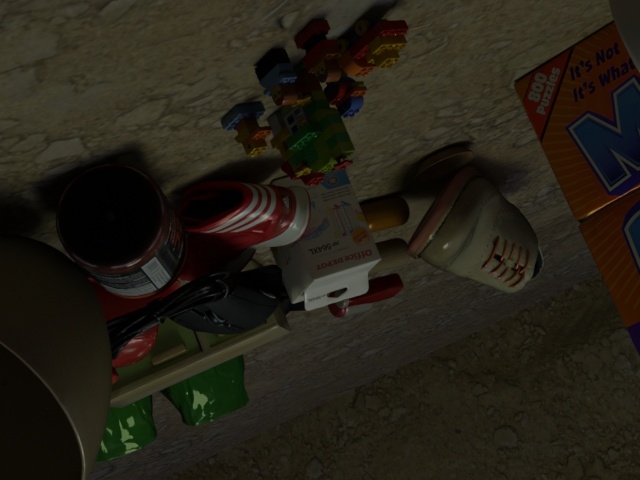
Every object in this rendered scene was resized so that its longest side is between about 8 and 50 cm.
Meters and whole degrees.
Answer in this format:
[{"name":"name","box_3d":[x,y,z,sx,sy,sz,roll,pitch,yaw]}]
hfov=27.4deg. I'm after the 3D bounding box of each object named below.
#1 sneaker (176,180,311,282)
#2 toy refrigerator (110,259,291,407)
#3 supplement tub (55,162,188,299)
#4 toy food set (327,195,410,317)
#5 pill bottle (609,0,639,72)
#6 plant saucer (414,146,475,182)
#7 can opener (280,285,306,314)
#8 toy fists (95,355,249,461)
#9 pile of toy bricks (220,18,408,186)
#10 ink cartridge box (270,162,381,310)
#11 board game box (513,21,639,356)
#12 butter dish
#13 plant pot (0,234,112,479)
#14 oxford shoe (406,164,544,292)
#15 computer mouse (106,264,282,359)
[{"name":"sneaker","box_3d":[-0.124,-0.018,1.435,0.128,0.087,0.221,15,147,-39]},{"name":"toy refrigerator","box_3d":[-0.188,0.130,1.799,0.269,0.102,0.094,-24,167,6]},{"name":"supplement tub","box_3d":[-0.187,-0.002,1.280,0.106,0.106,0.198,-22,168,-3]},{"name":"toy food set","box_3d":[0.038,0.038,1.792,0.104,0.111,0.232,-13,161,-32]},{"name":"pill bottle","box_3d":[0.445,-0.255,1.049,0.407,0.229,0.229,-32,164,34]},{"name":"plant saucer","box_3d":[0.154,-0.098,1.653,0.083,0.015,0.083,-22,167,-5]},{"name":"can opener","box_3d":[-0.054,0.091,1.980,0.073,0.059,0.186,-57,164,19]},{"name":"toy fists","box_3d":[-0.248,0.215,1.968,0.279,0.142,0.096,-19,-162,-13]},{"name":"pile of toy bricks","box_3d":[-0.002,-0.106,1.169,0.118,0.105,0.212,-11,163,-39]},{"name":"ink cartridge box","box_3d":[0.000,0.000,1.505,0.092,0.143,0.090,-17,166,-23]},{"name":"board game box","box_3d":[0.507,-0.097,1.493,0.356,0.356,0.356,-31,165,30]},{"name":"butter dish","box_3d":[-0.253,0.110,1.525,0.160,0.118,0.160,3,156,-22]},{"name":"plant pot","box_3d":[-0.310,0.102,1.236,0.284,0.284,0.191,-33,-161,39]},{"name":"oxford shoe","box_3d":[0.227,-0.004,1.771,0.140,0.146,0.397,-56,164,13]},{"name":"computer mouse","box_3d":[-0.138,0.088,1.418,0.184,0.060,0.262,-25,174,13]}]
